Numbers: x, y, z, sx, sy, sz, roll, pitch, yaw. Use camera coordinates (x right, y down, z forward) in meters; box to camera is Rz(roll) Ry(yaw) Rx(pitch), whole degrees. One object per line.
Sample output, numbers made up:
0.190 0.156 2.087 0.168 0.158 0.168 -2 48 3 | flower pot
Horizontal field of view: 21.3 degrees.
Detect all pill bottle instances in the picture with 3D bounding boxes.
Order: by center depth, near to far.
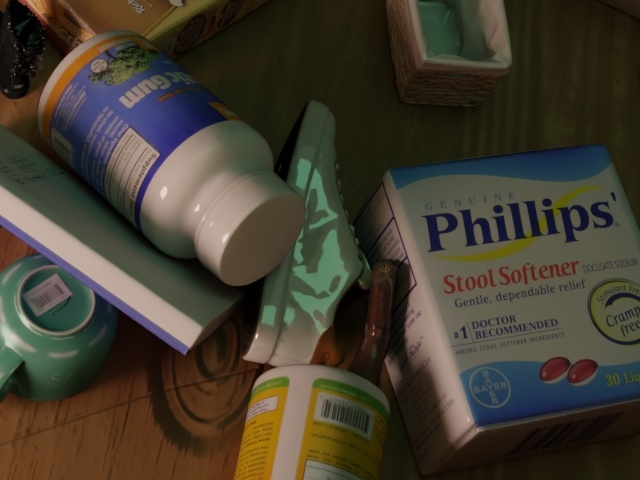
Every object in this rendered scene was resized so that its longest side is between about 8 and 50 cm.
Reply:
-0.018 0.252 1.596 0.136 0.136 0.245 16 59 -9 | pill bottle
-0.143 -0.078 1.682 0.152 0.152 0.272 -32 57 -29 | pill bottle

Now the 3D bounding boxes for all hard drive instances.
-0.230 -0.011 1.646 0.319 0.210 0.040 35 99 3 | hard drive

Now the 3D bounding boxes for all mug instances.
-0.260 0.088 1.628 0.129 0.097 0.157 9 60 -13 | mug

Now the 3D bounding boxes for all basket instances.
0.140 -0.241 1.934 0.113 0.103 0.167 2 61 -17 | basket

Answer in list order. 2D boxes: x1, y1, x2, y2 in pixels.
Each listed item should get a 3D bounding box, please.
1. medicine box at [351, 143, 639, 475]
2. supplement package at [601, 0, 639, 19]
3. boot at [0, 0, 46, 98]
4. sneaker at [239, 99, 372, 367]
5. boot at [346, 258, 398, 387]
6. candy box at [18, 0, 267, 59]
0.201 0.068 1.760 0.263 0.149 0.289 -8 66 -22 | medicine box
0.396 -0.408 2.013 0.204 0.262 0.145 25 59 -4 | supplement package
-0.324 -0.216 1.772 0.045 0.099 0.121 -16 68 -26 | boot
0.000 0.000 1.751 0.123 0.106 0.290 14 69 -12 | sneaker
0.053 0.083 1.676 0.037 0.114 0.106 13 29 6 | boot
-0.170 -0.310 1.879 0.316 0.087 0.183 -36 76 -31 | candy box
